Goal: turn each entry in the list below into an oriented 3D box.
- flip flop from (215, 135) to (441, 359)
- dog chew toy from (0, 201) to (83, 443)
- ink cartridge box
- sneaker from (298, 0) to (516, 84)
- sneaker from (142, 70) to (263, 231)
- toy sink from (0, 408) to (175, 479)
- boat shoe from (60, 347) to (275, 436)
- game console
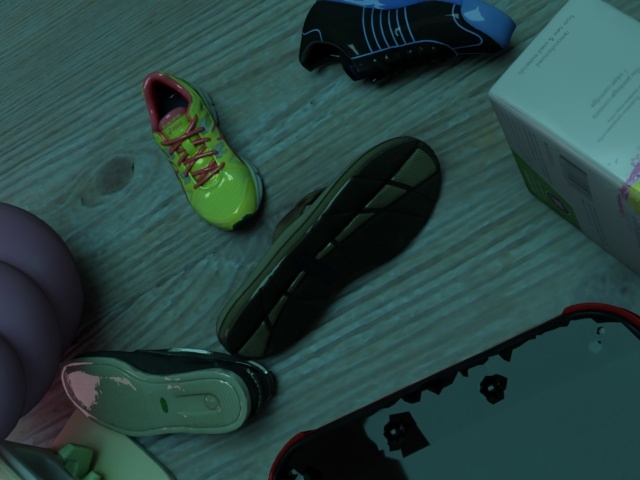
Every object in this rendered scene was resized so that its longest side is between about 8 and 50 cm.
[{"bbox_3d":[0.000,0.000,0.992,0.277,0.112,0.080,-46,40,6],"label":"flip flop"},{"bbox_3d":[-0.342,0.093,0.990,0.206,0.207,0.332,-38,23,8],"label":"dog chew toy"},{"bbox_3d":[0.312,-0.020,0.788,0.119,0.207,0.353,-47,61,-1],"label":"ink cartridge box"},{"bbox_3d":[0.081,-0.200,1.033,0.232,0.081,0.091,14,82,35],"label":"sneaker"},{"bbox_3d":[-0.136,-0.097,1.083,0.081,0.094,0.209,-37,63,7],"label":"sneaker"},{"bbox_3d":[-0.281,0.283,0.997,0.152,0.131,0.234,34,88,29],"label":"toy sink"},{"bbox_3d":[-0.157,0.147,1.027,0.233,0.079,0.084,0,107,26],"label":"boat shoe"},{"bbox_3d":[0.160,0.264,0.856,0.386,0.060,0.342,-28,69,14],"label":"game console"}]
